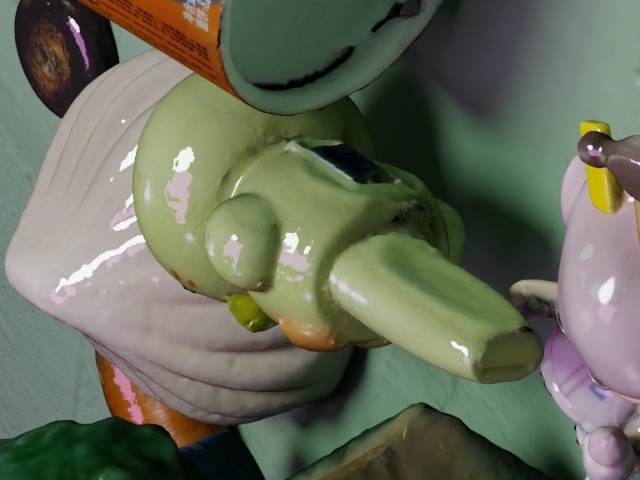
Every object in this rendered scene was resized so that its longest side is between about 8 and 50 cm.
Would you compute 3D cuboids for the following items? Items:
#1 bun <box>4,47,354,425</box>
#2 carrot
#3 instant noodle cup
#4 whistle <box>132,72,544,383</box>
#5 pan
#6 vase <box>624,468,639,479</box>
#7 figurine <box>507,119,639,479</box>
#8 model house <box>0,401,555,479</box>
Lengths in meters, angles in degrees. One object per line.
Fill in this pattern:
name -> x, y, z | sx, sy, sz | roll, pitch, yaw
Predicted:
bun -> -0.110, 0.008, 0.923 | 0.263, 0.175, 0.263 | 36, 135, 47
carrot -> -0.107, 0.144, 1.082 | 0.087, 0.087, 0.193 | -13, 98, 59
instant noodle cup -> -0.040, -0.178, 0.677 | 0.182, 0.230, 0.230 | 42, 140, 26
whistle -> -0.003, 0.008, 0.714 | 0.294, 0.141, 0.141 | 52, 146, 44
pan -> -0.213, -0.189, 1.111 | 0.115, 0.040, 0.212 | -27, 84, 54
vase -> 0.163, 0.180, 0.613 | 0.086, 0.086, 0.214 | 44, 162, 38
figurine -> 0.142, 0.030, 0.596 | 0.229, 0.112, 0.137 | 103, 147, -61
model house -> -0.052, 0.234, 0.802 | 0.382, 0.342, 0.334 | -37, 79, 46
